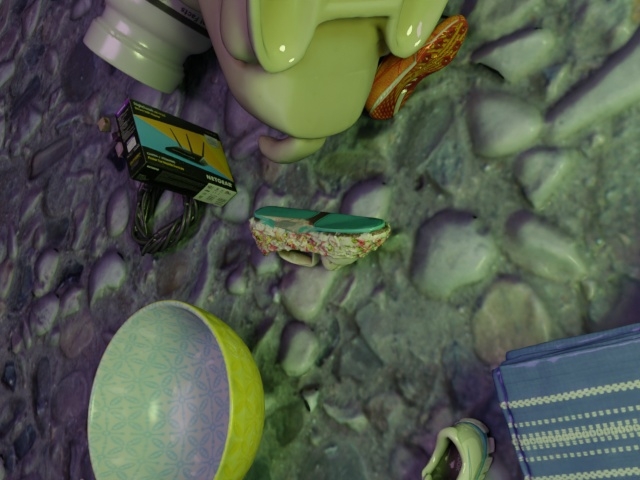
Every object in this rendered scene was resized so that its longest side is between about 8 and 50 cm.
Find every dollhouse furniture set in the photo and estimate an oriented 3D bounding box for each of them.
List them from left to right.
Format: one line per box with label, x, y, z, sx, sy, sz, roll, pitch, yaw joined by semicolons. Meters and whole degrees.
dollhouse furniture set;-0.361;-0.155;1.269;0.081;0.091;0.114;-49;55;37

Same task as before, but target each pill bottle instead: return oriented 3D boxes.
pill bottle;-0.235;-0.446;1.154;0.210;0.210;0.363;43;105;38

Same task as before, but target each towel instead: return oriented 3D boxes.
towel;0.307;0.237;0.595;0.243;0.040;0.336;-21;81;34

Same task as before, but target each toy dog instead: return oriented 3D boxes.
toy dog;-0.062;-0.347;0.915;0.408;0.284;0.395;52;151;32

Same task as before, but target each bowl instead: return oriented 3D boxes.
bowl;-0.170;0.236;0.948;0.289;0.156;0.289;-12;71;36

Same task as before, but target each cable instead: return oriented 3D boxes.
cable;-0.261;-0.055;1.181;0.150;0.047;0.184;21;89;35

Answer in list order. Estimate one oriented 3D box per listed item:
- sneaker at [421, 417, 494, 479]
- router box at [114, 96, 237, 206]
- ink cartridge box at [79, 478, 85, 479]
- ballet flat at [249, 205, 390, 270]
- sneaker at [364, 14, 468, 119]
sneaker;0.130;0.286;0.743;0.071;0.083;0.190;4;81;38
router box;-0.224;-0.134;1.078;0.046;0.179;0.133;-39;57;27
ink cartridge box;-0.375;0.463;1.112;0.181;0.061;0.104;9;84;40
ballet flat;0.000;0.000;0.941;0.241;0.091;0.077;10;114;44
sneaker;0.116;-0.236;0.909;0.175;0.064;0.067;-39;60;24
